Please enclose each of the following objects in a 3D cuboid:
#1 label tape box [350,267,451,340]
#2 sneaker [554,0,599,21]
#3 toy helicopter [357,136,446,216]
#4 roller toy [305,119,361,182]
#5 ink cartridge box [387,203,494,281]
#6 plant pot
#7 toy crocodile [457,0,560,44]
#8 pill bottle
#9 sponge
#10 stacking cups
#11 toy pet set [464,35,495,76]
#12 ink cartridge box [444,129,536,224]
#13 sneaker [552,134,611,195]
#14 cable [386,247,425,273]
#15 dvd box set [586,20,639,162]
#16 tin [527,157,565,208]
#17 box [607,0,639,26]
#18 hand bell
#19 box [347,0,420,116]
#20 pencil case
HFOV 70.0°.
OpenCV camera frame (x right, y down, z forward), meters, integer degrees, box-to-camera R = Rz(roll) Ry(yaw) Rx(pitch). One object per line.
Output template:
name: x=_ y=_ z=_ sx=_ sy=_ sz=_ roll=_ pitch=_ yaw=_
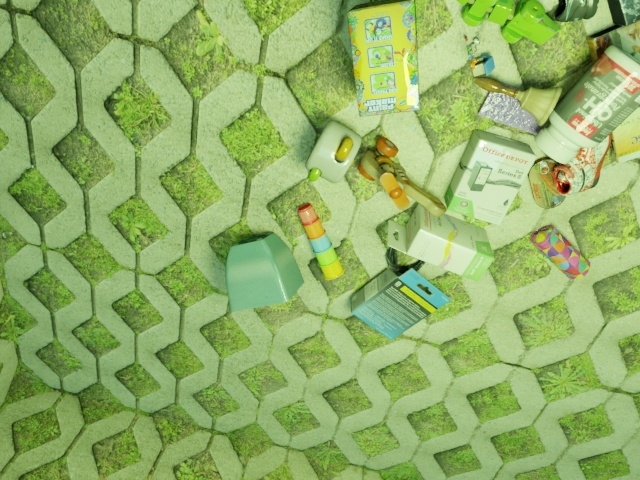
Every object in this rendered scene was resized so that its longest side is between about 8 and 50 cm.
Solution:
label tape box: x=0.324 y=0.238 z=1.873 sx=0.241 sy=0.105 sz=0.334 roll=37 pitch=119 yaw=-20
sneaker: x=0.699 y=-0.739 z=1.253 sx=0.106 sy=0.101 sz=0.267 roll=-8 pitch=118 yaw=16
toy helicopter: x=0.289 y=-0.186 z=1.566 sx=0.355 sy=0.234 sz=0.140 roll=33 pitch=119 yaw=-10
roller toy: x=0.050 y=-0.300 z=1.561 sx=0.146 sy=0.191 sz=0.209 roll=27 pitch=132 yaw=-7
ink cartridge box: x=0.428 y=-0.010 z=1.662 sx=0.354 sy=0.207 sz=0.119 roll=21 pitch=123 yaw=-4
plant pot: x=-0.240 y=0.110 z=1.832 sx=0.248 sy=0.248 sz=0.252 roll=-13 pitch=99 yaw=16
toy crocodile: x=0.533 y=-0.671 z=1.324 sx=0.341 sy=0.105 sz=0.115 roll=21 pitch=163 yaw=-5
pill bottle: x=0.797 y=-0.385 z=1.344 sx=0.177 sy=0.176 sz=0.318 roll=28 pitch=129 yaw=-8
sponge: x=0.636 y=-0.431 z=1.485 sx=0.210 sy=0.031 sz=0.117 roll=19 pitch=120 yaw=-1
stacking cups: x=0.000 y=0.000 z=1.819 sx=0.096 sy=0.096 sz=0.315 roll=-16 pitch=112 yaw=17
toy pet set: x=0.487 y=-0.556 z=1.387 sx=0.065 sy=0.122 sz=0.114 roll=-13 pitch=137 yaw=24
ink cartridge box: x=0.575 y=-0.215 z=1.572 sx=0.199 sy=0.114 sz=0.272 roll=16 pitch=121 yaw=0
sneaker: x=0.841 y=-0.272 z=1.480 sx=0.145 sy=0.090 sz=0.269 roll=-19 pitch=124 yaw=-16
cable: x=0.351 y=0.055 z=1.814 sx=0.151 sy=0.047 sz=0.184 roll=34 pitch=124 yaw=-5
dvd box set: x=1.016 y=-0.476 z=1.378 sx=0.308 sy=0.062 sz=0.420 roll=-19 pitch=115 yaw=20
tin: x=0.788 y=-0.200 z=1.594 sx=0.106 sy=0.040 sz=0.189 roll=-19 pitch=115 yaw=15
box: x=0.881 y=-0.703 z=1.249 sx=0.156 sy=0.093 sz=0.158 roll=-25 pitch=114 yaw=21
hand bell: x=0.595 y=-0.458 z=1.413 sx=0.242 sy=0.126 sz=0.126 roll=25 pitch=122 yaw=9
box: x=0.194 y=-0.544 z=1.338 sx=0.177 sy=0.289 sz=0.278 roll=-4 pitch=118 yaw=12
pencil case: x=0.888 y=0.044 z=1.688 sx=0.236 sy=0.104 sz=0.104 roll=39 pitch=119 yaw=-16
